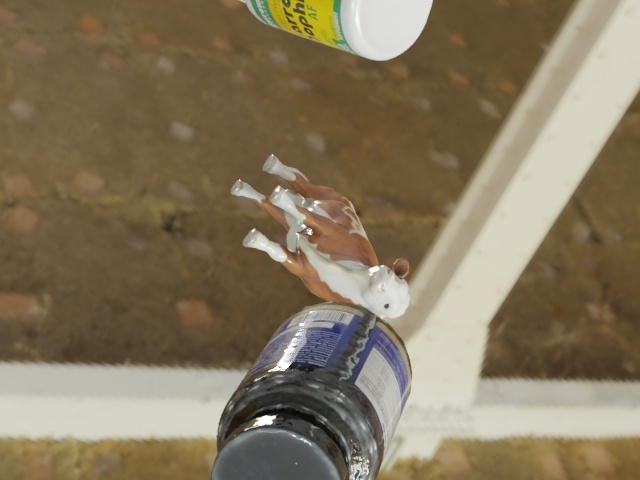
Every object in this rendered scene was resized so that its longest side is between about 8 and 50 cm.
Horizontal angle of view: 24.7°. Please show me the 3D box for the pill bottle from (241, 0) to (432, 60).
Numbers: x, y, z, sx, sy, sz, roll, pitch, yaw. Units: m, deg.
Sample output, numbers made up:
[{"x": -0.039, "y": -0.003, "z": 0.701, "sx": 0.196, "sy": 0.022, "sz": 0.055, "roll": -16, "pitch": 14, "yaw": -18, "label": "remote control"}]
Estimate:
[{"x": -0.003, "y": -0.253, "z": 1.411, "sx": 0.208, "sy": 0.117, "sz": 0.118, "roll": 25, "pitch": -155, "yaw": 39, "label": "pill bottle"}]

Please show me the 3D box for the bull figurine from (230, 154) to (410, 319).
[{"x": 0.000, "y": 0.000, "z": 1.744, "sx": 0.188, "sy": 0.101, "sz": 0.310, "roll": 35, "pitch": -172, "yaw": -19, "label": "bull figurine"}]

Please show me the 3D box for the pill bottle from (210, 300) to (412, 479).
[{"x": -0.007, "y": 0.135, "z": 1.094, "sx": 0.123, "sy": 0.122, "sz": 0.219, "roll": 30, "pitch": -158, "yaw": 3, "label": "pill bottle"}]
